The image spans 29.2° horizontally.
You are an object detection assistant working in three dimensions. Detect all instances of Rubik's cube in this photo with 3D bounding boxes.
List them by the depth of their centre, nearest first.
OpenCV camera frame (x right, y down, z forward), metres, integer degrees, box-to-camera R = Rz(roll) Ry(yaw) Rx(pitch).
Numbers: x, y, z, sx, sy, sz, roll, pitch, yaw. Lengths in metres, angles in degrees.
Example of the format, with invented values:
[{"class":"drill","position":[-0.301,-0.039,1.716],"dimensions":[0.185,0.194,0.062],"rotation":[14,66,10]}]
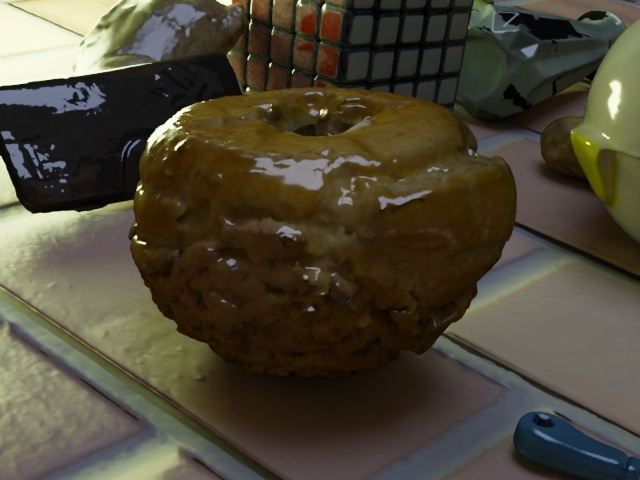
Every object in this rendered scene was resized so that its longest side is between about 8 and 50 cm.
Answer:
[{"class":"Rubik's cube","position":[0.035,-0.264,1.616],"dimensions":[0.237,0.238,0.237],"rotation":[-14,30,-39]}]

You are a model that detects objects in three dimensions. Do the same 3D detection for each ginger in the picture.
[{"class":"ginger","position":[-0.197,-0.210,1.533],"dimensions":[0.276,0.130,0.221],"rotation":[-40,56,-21]}]

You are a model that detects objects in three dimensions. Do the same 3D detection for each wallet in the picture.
[{"class":"wallet","position":[-0.214,-0.125,1.386],"dimensions":[0.309,0.042,0.165],"rotation":[-13,71,-33]}]

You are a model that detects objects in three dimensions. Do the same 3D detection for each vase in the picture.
[{"class":"vase","position":[0.331,-0.276,1.830],"dimensions":[0.165,0.165,0.360],"rotation":[26,28,35]}]

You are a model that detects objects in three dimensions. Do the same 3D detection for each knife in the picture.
[{"class":"knife","position":[0.273,0.189,0.978],"dimensions":[0.244,0.032,0.058],"rotation":[18,19,12]}]

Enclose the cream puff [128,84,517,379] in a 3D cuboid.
[{"class":"cream puff","position":[0.000,0.000,1.066],"dimensions":[0.343,0.231,0.327],"rotation":[11,20,23]}]

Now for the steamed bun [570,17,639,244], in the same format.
[{"class":"steamed bun","position":[0.457,-0.126,1.353],"dimensions":[0.334,0.334,0.374],"rotation":[18,28,22]}]

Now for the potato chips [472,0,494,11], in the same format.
[{"class":"potato chips","position":[0.135,-0.410,2.159],"dimensions":[0.358,0.070,0.429],"rotation":[-4,26,-16]}]

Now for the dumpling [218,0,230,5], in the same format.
[{"class":"dumpling","position":[-0.113,-0.364,1.899],"dimensions":[0.260,0.181,0.341],"rotation":[-23,63,-11]}]

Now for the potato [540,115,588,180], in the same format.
[{"class":"potato","position":[0.365,-0.113,1.567],"dimensions":[0.170,0.080,0.107],"rotation":[14,18,8]}]
